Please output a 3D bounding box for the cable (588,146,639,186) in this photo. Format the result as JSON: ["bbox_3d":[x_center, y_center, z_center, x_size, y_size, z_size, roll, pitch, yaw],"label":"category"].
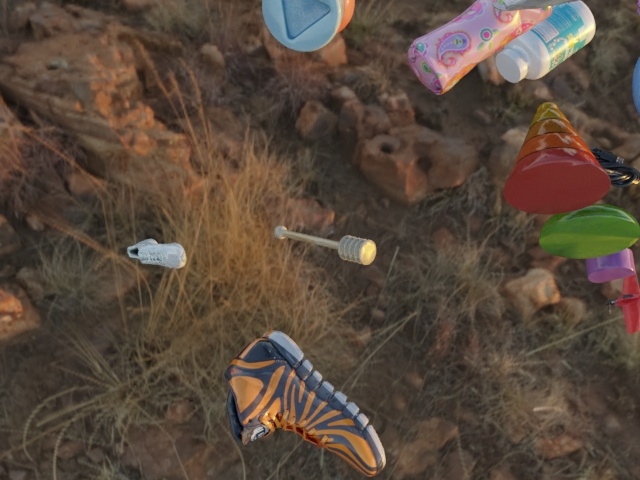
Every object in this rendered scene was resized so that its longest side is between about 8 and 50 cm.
[{"bbox_3d":[0.591,-0.161,1.695,0.184,0.047,0.151,18,27,-8],"label":"cable"}]

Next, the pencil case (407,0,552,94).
[{"bbox_3d":[0.305,-0.406,1.526,0.284,0.124,0.124,-37,69,-2],"label":"pencil case"}]

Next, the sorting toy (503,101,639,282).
[{"bbox_3d":[0.342,-0.064,1.041,0.127,0.365,0.126,-13,60,29],"label":"sorting toy"}]

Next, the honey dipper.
[{"bbox_3d":[0.000,0.000,0.972,0.160,0.031,0.030,15,48,44],"label":"honey dipper"}]

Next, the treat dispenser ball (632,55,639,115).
[{"bbox_3d":[0.826,-0.342,1.700,0.288,0.288,0.288,4,58,-7],"label":"treat dispenser ball"}]

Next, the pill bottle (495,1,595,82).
[{"bbox_3d":[0.597,-0.531,2.121,0.264,0.146,0.146,-36,70,-14],"label":"pill bottle"}]

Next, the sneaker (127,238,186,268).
[{"bbox_3d":[-0.334,0.032,1.611,0.152,0.054,0.061,7,15,40],"label":"sneaker"}]

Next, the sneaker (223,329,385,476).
[{"bbox_3d":[-0.047,0.323,1.377,0.321,0.125,0.180,43,56,15],"label":"sneaker"}]

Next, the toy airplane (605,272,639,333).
[{"bbox_3d":[0.647,0.115,1.586,0.028,0.151,0.151,41,48,-37],"label":"toy airplane"}]

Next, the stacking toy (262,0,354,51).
[{"bbox_3d":[-0.067,-0.455,1.207,0.279,0.309,0.130,20,35,10],"label":"stacking toy"}]

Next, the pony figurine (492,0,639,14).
[{"bbox_3d":[0.430,-0.307,0.906,0.302,0.351,0.364,-40,100,-23],"label":"pony figurine"}]
